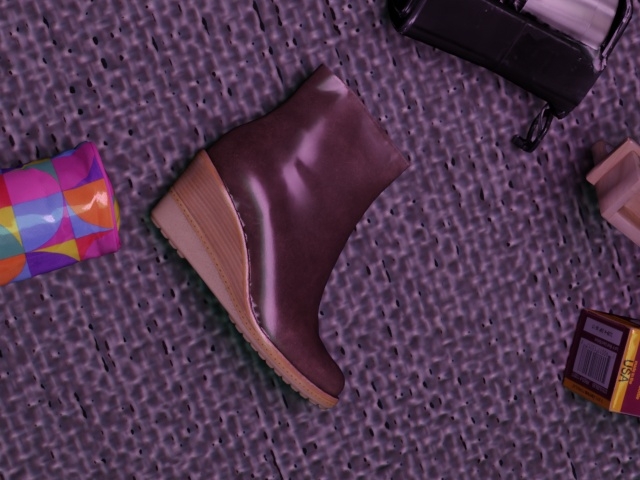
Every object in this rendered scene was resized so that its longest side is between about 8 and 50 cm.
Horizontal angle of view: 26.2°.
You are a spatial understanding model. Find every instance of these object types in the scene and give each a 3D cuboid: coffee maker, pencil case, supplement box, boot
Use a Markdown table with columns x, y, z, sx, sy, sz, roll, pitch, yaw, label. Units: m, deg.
| x | y | z | sx | sy | sz | roll | pitch | yaw | label |
| --- | --- | --- | --- | --- | --- | --- | --- | --- | --- |
| 0.151 | -0.184 | 1.180 | 0.178 | 0.120 | 0.171 | 22 | 93 | -16 | coffee maker |
| -0.281 | -0.010 | 1.109 | 0.236 | 0.104 | 0.104 | -13 | 101 | -12 | pencil case |
| 0.339 | 0.127 | 1.282 | 0.188 | 0.104 | 0.081 | 13 | 95 | -16 | supplement box |
| 0.000 | 0.000 | 1.183 | 0.207 | 0.090 | 0.248 | -38 | 102 | -4 | boot |

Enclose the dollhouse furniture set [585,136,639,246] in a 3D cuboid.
| x | y | z | sx | sy | sz | roll | pitch | yaw | label |
| --- | --- | --- | --- | --- | --- | --- | --- | --- | --- |
| 0.454 | -0.096 | 1.166 | 0.303 | 0.174 | 0.355 | 36 | 118 | -17 | dollhouse furniture set |
